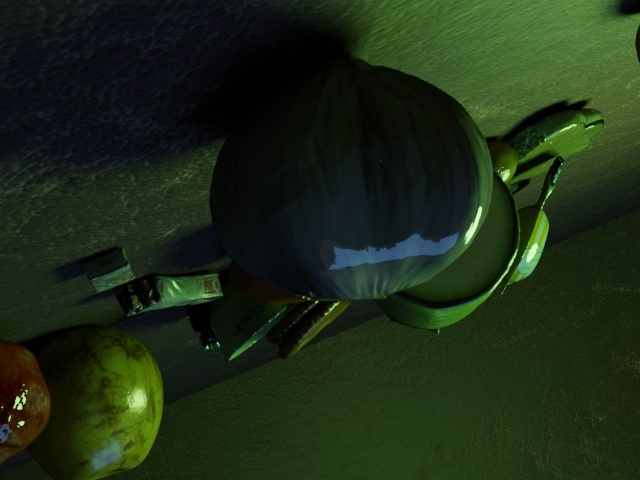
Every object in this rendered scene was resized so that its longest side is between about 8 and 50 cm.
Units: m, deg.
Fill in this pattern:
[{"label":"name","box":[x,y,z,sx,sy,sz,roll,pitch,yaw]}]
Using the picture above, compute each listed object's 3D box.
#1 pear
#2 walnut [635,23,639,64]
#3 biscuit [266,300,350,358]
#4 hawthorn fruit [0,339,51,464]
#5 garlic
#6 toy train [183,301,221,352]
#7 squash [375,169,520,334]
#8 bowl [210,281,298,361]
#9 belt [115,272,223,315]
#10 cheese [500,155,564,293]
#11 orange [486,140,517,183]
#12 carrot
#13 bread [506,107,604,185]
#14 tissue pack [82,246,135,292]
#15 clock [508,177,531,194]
[{"label":"pear","box":[-0.409,0.291,1.698,0.281,0.280,0.281,-23,169,-5]},{"label":"walnut","box":[0.515,-0.275,1.249,0.165,0.165,0.197,-17,174,-32]},{"label":"biscuit","box":[-0.008,0.135,1.798,0.220,0.066,0.220,-41,175,-5]},{"label":"hawthorn fruit","box":[-0.516,0.232,1.414,0.207,0.207,0.243,-22,164,-11]},{"label":"garlic","box":[0.029,-0.062,1.019,0.318,0.259,0.317,2,179,0]},{"label":"toy train","box":[-0.200,0.160,1.915,0.071,0.111,0.170,-27,172,20]},{"label":"squash","box":[0.190,0.017,1.667,0.263,0.263,0.384,-24,169,-2]},{"label":"bowl","box":[-0.126,0.120,1.797,0.211,0.112,0.211,-39,172,-6]},{"label":"belt","box":[-0.246,0.086,1.615,0.071,0.053,0.232,-22,171,30]},{"label":"cheese","box":[0.383,-0.028,1.745,0.177,0.069,0.270,-49,160,-75]},{"label":"orange","box":[0.298,-0.130,1.654,0.095,0.085,0.085,-35,169,-3]},{"label":"carrot","box":[-0.074,0.032,1.553,0.159,0.159,0.225,-16,179,-36]},{"label":"bread","box":[0.405,-0.172,1.745,0.207,0.056,0.286,-16,167,-33]},{"label":"tissue pack","box":[-0.299,0.042,1.349,0.063,0.035,0.083,-21,167,-13]},{"label":"clock","box":[0.344,-0.102,1.979,0.185,0.040,0.184,-22,169,-5]}]
